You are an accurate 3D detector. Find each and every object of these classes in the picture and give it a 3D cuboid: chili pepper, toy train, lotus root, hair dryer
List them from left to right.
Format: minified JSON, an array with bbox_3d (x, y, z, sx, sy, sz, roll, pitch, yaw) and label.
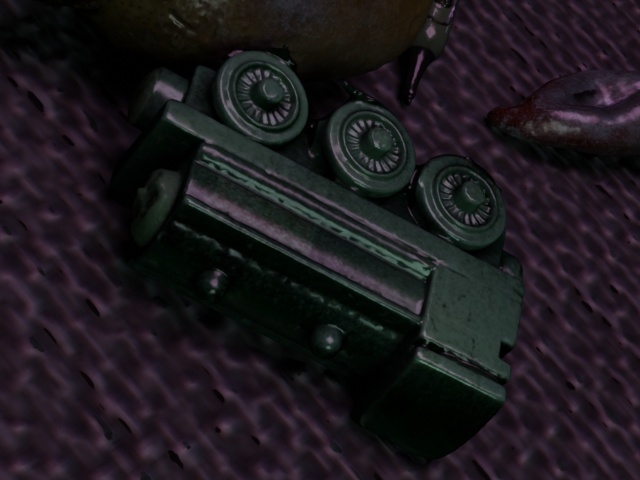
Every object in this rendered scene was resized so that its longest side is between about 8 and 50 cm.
[{"bbox_3d":[-0.040,-0.110,0.768,0.192,0.088,0.113,-7,37,-43],"label":"lotus root"},{"bbox_3d":[0.000,0.000,0.720,0.170,0.071,0.111,27,49,-16],"label":"toy train"},{"bbox_3d":[0.059,-0.120,0.887,0.047,0.071,0.150,24,60,-14],"label":"hair dryer"},{"bbox_3d":[0.147,-0.060,0.909,0.153,0.041,0.050,6,10,-35],"label":"chili pepper"}]
